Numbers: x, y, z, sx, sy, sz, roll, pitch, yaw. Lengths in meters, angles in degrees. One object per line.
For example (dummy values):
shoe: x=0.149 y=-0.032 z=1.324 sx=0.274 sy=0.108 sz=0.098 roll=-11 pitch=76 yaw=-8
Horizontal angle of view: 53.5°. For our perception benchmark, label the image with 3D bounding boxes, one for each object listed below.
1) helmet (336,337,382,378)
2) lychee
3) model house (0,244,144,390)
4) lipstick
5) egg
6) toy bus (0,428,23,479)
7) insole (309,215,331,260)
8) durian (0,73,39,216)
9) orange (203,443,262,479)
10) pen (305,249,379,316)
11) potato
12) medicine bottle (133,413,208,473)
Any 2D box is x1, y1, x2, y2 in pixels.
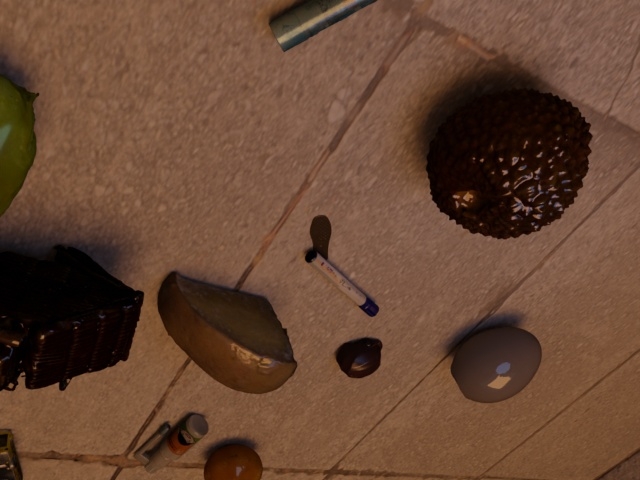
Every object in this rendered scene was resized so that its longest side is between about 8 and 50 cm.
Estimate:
helmet: x=0.102 y=0.293 z=1.545 sx=0.123 sy=0.070 sz=0.098 roll=-6 pitch=134 yaw=-12
lychee: x=0.323 y=-0.137 z=1.081 sx=0.268 sy=0.267 sz=0.267 roll=-10 pitch=136 yaw=-10
model house: x=-0.461 y=0.173 z=1.067 sx=0.283 sy=0.297 sz=0.317 roll=13 pitch=126 yaw=-23
lipstick: x=0.005 y=-0.329 z=0.910 sx=0.158 sy=0.048 sz=0.048 roll=-27 pitch=136 yaw=7
egg: x=0.447 y=0.309 z=1.607 sx=0.232 sy=0.176 sz=0.176 roll=-35 pitch=135 yaw=4
toy bus: x=-0.743 y=0.532 z=1.481 sx=0.081 sy=0.074 sz=0.226 roll=-3 pitch=134 yaw=-15
insole: x=0.000 y=0.000 z=1.267 sx=0.045 sy=0.002 sz=0.135 roll=-9 pitch=136 yaw=-11
durian: x=-0.532 y=-0.100 z=0.841 sx=0.340 sy=0.204 sz=0.255 roll=-13 pitch=124 yaw=-8
orange: x=-0.234 y=0.628 z=1.712 sx=0.159 sy=0.136 sz=0.158 roll=-8 pitch=135 yaw=-8
pen: x=0.050 y=0.095 z=1.355 sx=0.033 sy=0.033 sz=0.269 roll=-33 pitch=135 yaw=14
potato: x=-0.216 y=0.217 z=1.271 sx=0.264 sy=0.189 sz=0.211 roll=21 pitch=123 yaw=-34
medicine bottle: x=-0.383 y=0.514 z=1.608 sx=0.092 sy=0.061 sz=0.221 roll=39 pitch=114 yaw=-16
